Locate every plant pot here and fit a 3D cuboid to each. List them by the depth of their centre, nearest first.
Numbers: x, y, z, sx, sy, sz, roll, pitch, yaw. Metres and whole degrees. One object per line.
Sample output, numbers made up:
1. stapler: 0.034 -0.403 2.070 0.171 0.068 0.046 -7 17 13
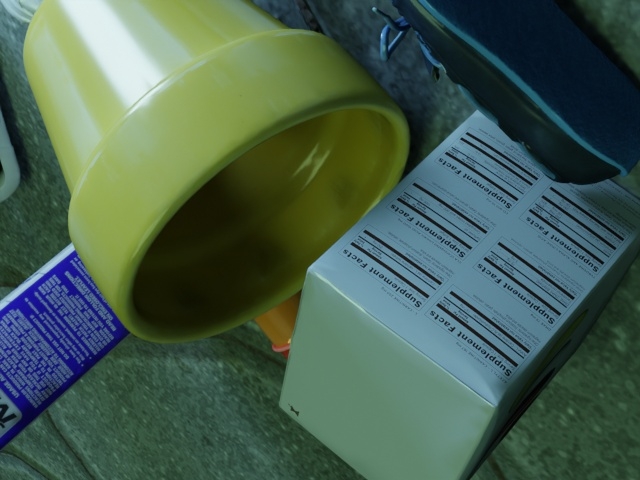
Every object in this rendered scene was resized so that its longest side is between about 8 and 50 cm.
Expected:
1. plant pot: -0.100 -0.091 0.877 0.239 0.254 0.254 52 152 23

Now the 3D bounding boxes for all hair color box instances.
1. hair color box: -0.258 0.078 1.141 0.110 0.339 0.185 53 148 -8

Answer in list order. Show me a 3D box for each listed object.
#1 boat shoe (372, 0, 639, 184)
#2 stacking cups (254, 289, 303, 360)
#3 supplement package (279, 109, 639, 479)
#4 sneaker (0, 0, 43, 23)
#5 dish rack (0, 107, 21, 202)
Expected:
1. boat shoe: 0.090 -0.126 0.721 0.258 0.109 0.089 52 152 -4
2. stacking cups: -0.066 0.008 1.080 0.316 0.096 0.096 51 149 -12
3. supplement package: 0.098 0.053 0.816 0.149 0.203 0.194 37 148 17
4. sneaker: -0.257 -0.271 0.995 0.232 0.090 0.115 38 144 13
5. dish rack: -0.508 -0.165 1.303 0.333 0.285 0.072 88 172 -48
